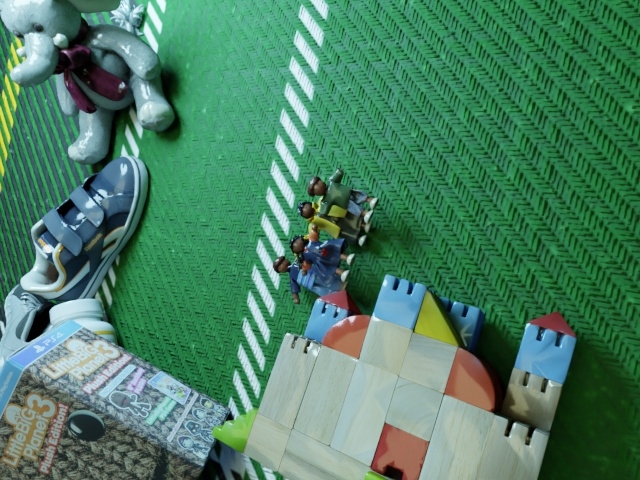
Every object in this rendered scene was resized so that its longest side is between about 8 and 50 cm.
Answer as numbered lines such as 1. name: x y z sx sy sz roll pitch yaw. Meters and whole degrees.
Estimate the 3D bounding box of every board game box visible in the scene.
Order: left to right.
1. board game box: -0.325 0.299 0.712 0.291 0.141 0.232 30 102 -2

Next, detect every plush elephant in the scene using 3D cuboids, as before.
1. plush elephant: -0.438 -0.334 0.867 0.272 0.255 0.329 -7 81 31

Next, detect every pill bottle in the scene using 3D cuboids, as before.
1. pill bottle: -0.420 0.216 0.872 0.118 0.118 0.208 -27 71 27

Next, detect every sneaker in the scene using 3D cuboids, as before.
1. sneaker: -0.560 0.144 0.970 0.132 0.086 0.228 -39 44 17
2. sneaker: -0.441 -0.020 0.911 0.126 0.128 0.321 36 102 32

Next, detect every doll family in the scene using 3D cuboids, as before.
1. doll family: 0.000 0.000 0.659 0.112 0.076 0.192 22 91 13

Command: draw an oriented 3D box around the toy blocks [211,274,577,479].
1. toy blocks: 0.096 0.163 0.536 0.382 0.191 0.260 15 82 29
